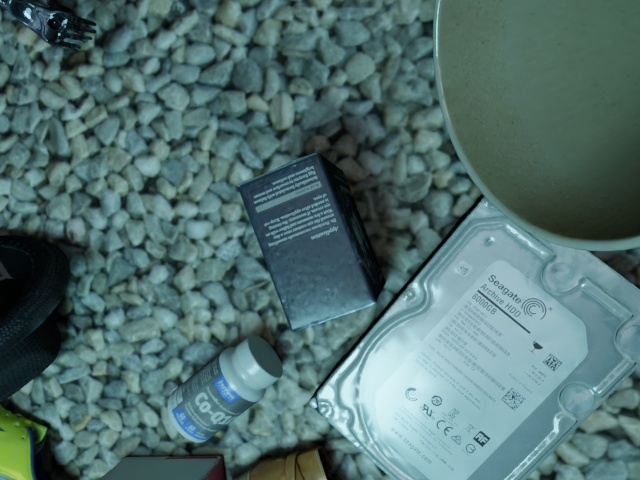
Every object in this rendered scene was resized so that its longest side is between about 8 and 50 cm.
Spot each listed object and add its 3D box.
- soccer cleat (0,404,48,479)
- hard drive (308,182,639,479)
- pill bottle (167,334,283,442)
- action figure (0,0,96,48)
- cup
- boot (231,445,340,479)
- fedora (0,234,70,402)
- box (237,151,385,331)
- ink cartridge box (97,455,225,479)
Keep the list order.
[{"bbox_3d":[-0.472,0.288,0.690,0.121,0.093,0.289,-36,79,-19],"label":"soccer cleat"},{"bbox_3d":[0.179,0.137,0.539,0.237,0.064,0.339,40,99,8],"label":"hard drive"},{"bbox_3d":[-0.119,0.186,0.598,0.137,0.078,0.078,-40,84,11],"label":"pill bottle"},{"bbox_3d":[-0.345,-0.335,0.600,0.275,0.141,0.164,45,111,34],"label":"action figure"},{"bbox_3d":[0.287,-0.182,0.398,0.237,0.331,0.330,-17,89,-17],"label":"cup"},{"bbox_3d":[-0.026,0.368,0.591,0.153,0.073,0.197,-27,89,8],"label":"boot"},{"bbox_3d":[-0.481,0.133,0.619,0.334,0.334,0.152,2,128,12],"label":"fedora"},{"bbox_3d":[0.000,0.000,0.524,0.093,0.156,0.158,-21,88,11],"label":"box"},{"bbox_3d":[-0.204,0.411,0.620,0.159,0.092,0.217,-7,93,13],"label":"ink cartridge box"}]
